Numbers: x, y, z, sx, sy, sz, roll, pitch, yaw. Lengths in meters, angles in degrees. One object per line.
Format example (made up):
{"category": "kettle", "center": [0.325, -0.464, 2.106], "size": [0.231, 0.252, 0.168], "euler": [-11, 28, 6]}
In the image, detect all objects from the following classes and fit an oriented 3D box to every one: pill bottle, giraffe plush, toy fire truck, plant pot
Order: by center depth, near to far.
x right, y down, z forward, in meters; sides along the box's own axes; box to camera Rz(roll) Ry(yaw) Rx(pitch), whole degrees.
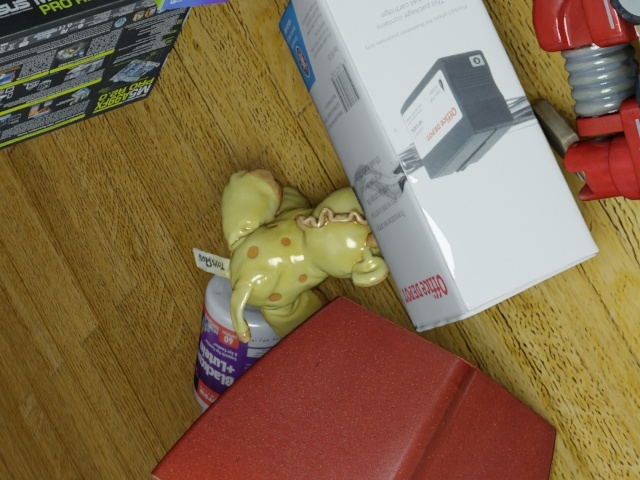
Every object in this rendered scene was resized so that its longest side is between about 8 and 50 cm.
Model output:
{"category": "toy fire truck", "center": [0.228, -0.126, 1.433], "size": [0.246, 0.158, 0.217], "euler": [-9, 102, 43]}
{"category": "plant pot", "center": [0.060, 0.210, 1.682], "size": [0.267, 0.236, 0.267], "euler": [27, 172, 42]}
{"category": "giraffe plush", "center": [0.000, 0.000, 1.774], "size": [0.170, 0.210, 0.181], "euler": [-17, 88, 23]}
{"category": "pill bottle", "center": [-0.080, 0.130, 1.969], "size": [0.108, 0.108, 0.193], "euler": [39, 135, 34]}

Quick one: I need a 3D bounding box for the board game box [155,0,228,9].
{"category": "board game box", "center": [-0.154, -0.428, 1.741], "size": [0.347, 0.078, 0.233], "euler": [62, 146, 26]}

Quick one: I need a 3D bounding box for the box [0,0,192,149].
{"category": "box", "center": [-0.268, -0.196, 1.898], "size": [0.060, 0.270, 0.216], "euler": [54, 143, 16]}

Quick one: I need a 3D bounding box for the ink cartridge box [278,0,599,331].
{"category": "ink cartridge box", "center": [0.092, -0.092, 1.551], "size": [0.223, 0.129, 0.307], "euler": [144, 102, -80]}
